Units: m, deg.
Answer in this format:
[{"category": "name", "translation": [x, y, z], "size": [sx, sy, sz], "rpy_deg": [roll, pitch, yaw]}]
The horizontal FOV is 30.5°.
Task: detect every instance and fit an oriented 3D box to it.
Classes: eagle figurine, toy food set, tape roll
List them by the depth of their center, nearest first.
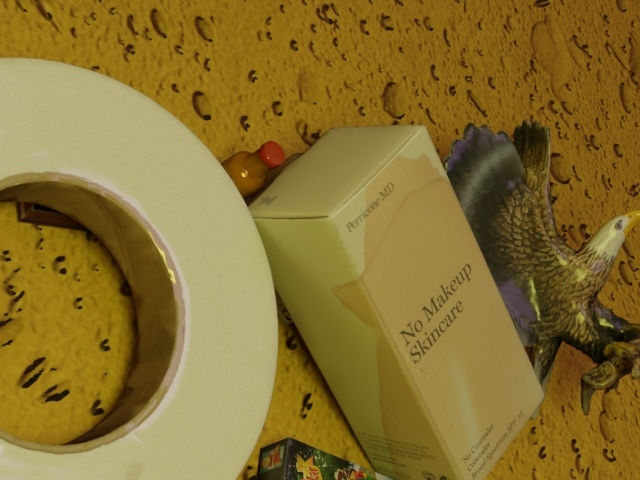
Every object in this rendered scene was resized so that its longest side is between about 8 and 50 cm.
[{"category": "tape roll", "translation": [-0.206, 0.059, 0.874], "size": [0.392, 0.072, 0.392], "rpy_deg": [11, 72, -36]}, {"category": "toy food set", "translation": [0.000, 0.000, 1.109], "size": [0.232, 0.104, 0.111], "rpy_deg": [52, 44, -9]}, {"category": "eagle figurine", "translation": [0.244, 0.022, 1.266], "size": [0.225, 0.226, 0.298], "rpy_deg": [-39, 78, -21]}]

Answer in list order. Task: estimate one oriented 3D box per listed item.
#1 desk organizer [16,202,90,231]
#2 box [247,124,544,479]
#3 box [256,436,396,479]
[{"category": "desk organizer", "translation": [-0.187, -0.037, 0.995], "size": [0.130, 0.050, 0.047], "rpy_deg": [9, 64, -40]}, {"category": "box", "translation": [0.070, 0.062, 1.052], "size": [0.148, 0.121, 0.311], "rpy_deg": [-46, 122, -31]}, {"category": "box", "translation": [0.009, 0.306, 1.007], "size": [0.159, 0.044, 0.233], "rpy_deg": [28, 53, -31]}]
